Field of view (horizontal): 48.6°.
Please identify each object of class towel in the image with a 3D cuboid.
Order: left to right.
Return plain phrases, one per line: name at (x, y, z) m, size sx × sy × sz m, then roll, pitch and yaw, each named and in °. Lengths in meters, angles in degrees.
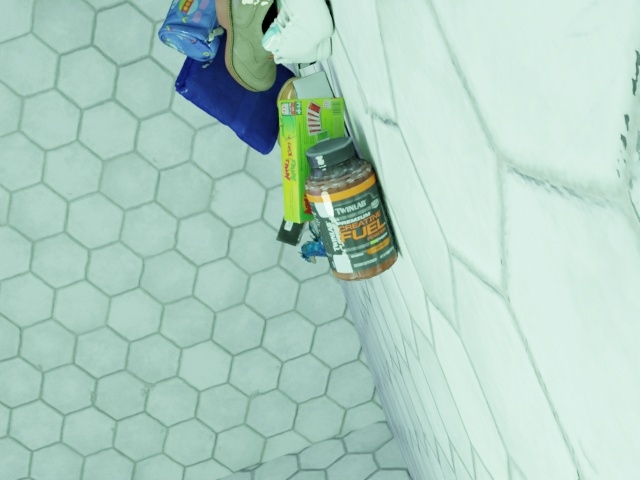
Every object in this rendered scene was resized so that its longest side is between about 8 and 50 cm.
towel at (-0.195, -0.366, 1.665) m, size 0.308 × 0.076 × 0.227 m, roll 33°, pitch -110°, yaw -48°

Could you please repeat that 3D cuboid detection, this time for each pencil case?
pencil case at (-0.226, -0.525, 1.483) m, size 0.133 × 0.305 × 0.119 m, roll 18°, pitch 172°, yaw 33°

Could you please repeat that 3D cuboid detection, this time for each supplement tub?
supplement tub at (0.039, -0.047, 1.030) m, size 0.106 × 0.106 × 0.197 m, roll -114°, pitch 5°, yaw -69°

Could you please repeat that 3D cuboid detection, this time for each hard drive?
hard drive at (-0.052, -0.105, 1.887) m, size 0.339 × 0.064 × 0.236 m, roll -167°, pitch 96°, yaw -87°

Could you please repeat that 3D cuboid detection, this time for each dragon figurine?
dragon figurine at (0.000, 0.000, 1.758) m, size 0.289 × 0.144 × 0.085 m, roll 63°, pitch -137°, yaw -68°

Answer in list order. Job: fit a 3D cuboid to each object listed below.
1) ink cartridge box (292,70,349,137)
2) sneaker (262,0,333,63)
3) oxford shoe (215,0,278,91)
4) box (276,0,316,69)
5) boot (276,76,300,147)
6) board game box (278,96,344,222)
ink cartridge box at (0.036, -0.105, 1.214) m, size 0.165 × 0.065 × 0.332 m, roll 81°, pitch 169°, yaw -76°
sneaker at (-0.036, -0.287, 0.953) m, size 0.212 × 0.094 × 0.080 m, roll 81°, pitch 171°, yaw -78°
oxford shoe at (-0.124, -0.413, 1.492) m, size 0.130 × 0.122 × 0.348 m, roll 24°, pitch 164°, yaw 14°
box at (-0.040, -0.363, 1.154) m, size 0.207 × 0.036 × 0.114 m, roll 142°, pitch 108°, yaw -88°
boot at (-0.037, -0.266, 1.652) m, size 0.152 × 0.073 × 0.197 m, roll 47°, pitch 142°, yaw 41°
board game box at (-0.010, -0.123, 1.075) m, size 0.043 × 0.092 × 0.181 m, roll 12°, pitch 108°, yaw 53°
